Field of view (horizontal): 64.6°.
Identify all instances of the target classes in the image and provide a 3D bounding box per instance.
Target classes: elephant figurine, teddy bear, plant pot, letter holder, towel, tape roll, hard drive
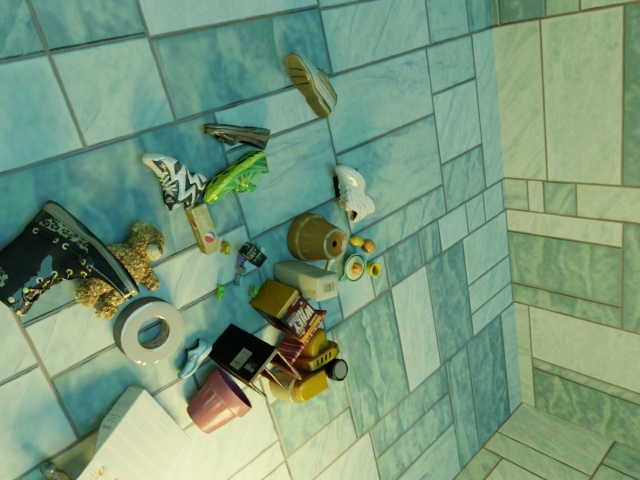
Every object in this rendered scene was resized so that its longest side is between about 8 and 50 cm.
[{"bbox_3d":[-0.797,0.815,1.590,0.240,0.169,0.185,25,44,-35],"label":"elephant figurine"},{"bbox_3d":[-0.616,0.099,1.608,0.338,0.113,0.244,-38,124,-29],"label":"teddy bear"},{"bbox_3d":[0.000,0.000,2.068,0.205,0.188,0.204,-10,106,-39],"label":"plant pot"},{"bbox_3d":[-0.243,0.468,1.879,0.152,0.302,0.214,-50,127,-22],"label":"letter holder"},{"bbox_3d":[-0.093,0.392,2.074,0.031,0.199,0.274,42,70,-17],"label":"towel"},{"bbox_3d":[-0.385,0.604,1.873,0.180,0.201,0.201,-41,124,-9],"label":"plant pot"},{"bbox_3d":[-0.576,0.303,1.710,0.219,0.072,0.218,-10,105,-40],"label":"tape roll"},{"bbox_3d":[0.115,-0.252,2.226,0.135,0.022,0.094,-26,115,-35],"label":"hard drive"}]

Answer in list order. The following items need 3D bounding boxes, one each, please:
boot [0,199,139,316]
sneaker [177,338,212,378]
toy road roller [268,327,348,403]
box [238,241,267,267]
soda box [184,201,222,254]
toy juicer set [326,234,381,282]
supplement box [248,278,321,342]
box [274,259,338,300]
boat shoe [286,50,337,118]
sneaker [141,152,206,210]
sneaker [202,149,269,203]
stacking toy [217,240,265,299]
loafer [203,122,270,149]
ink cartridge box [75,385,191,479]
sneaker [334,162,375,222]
[{"bbox_3d":[-0.724,0.098,1.406,0.377,0.138,0.284,43,70,4],"label":"boot"},{"bbox_3d":[-0.472,0.428,1.848,0.073,0.063,0.162,44,65,-19],"label":"sneaker"},{"bbox_3d":[-0.064,0.506,2.122,0.330,0.203,0.240,-22,101,-41],"label":"toy road roller"},{"bbox_3d":[-0.251,0.052,1.877,0.052,0.062,0.083,-54,128,-14],"label":"box"},{"bbox_3d":[-0.413,-0.044,1.787,0.061,0.058,0.181,-31,119,-32],"label":"soda box"},{"bbox_3d":[0.151,0.086,2.284,0.329,0.090,0.209,-11,106,-39],"label":"toy juicer set"},{"bbox_3d":[-0.138,0.276,2.004,0.129,0.191,0.194,-53,129,-19],"label":"supplement box"},{"bbox_3d":[-0.060,0.152,1.989,0.113,0.275,0.094,-9,105,-39],"label":"box"},{"bbox_3d":[-0.030,-0.622,1.972,0.103,0.113,0.302,-56,139,-19],"label":"boat shoe"},{"bbox_3d":[-0.495,-0.180,1.662,0.235,0.094,0.152,31,70,-51],"label":"sneaker"},{"bbox_3d":[-0.291,-0.213,1.823,0.295,0.110,0.123,-41,119,-27],"label":"sneaker"},{"bbox_3d":[-0.307,0.114,1.923,0.167,0.052,0.220,4,99,-40],"label":"stacking toy"},{"bbox_3d":[-0.292,-0.367,1.805,0.268,0.096,0.084,-6,109,-42],"label":"loafer"},{"bbox_3d":[-0.635,0.729,1.663,0.384,0.091,0.308,-57,132,-40],"label":"ink cartridge box"},{"bbox_3d":[0.134,-0.200,2.170,0.129,0.111,0.297,-44,124,-19],"label":"sneaker"}]
